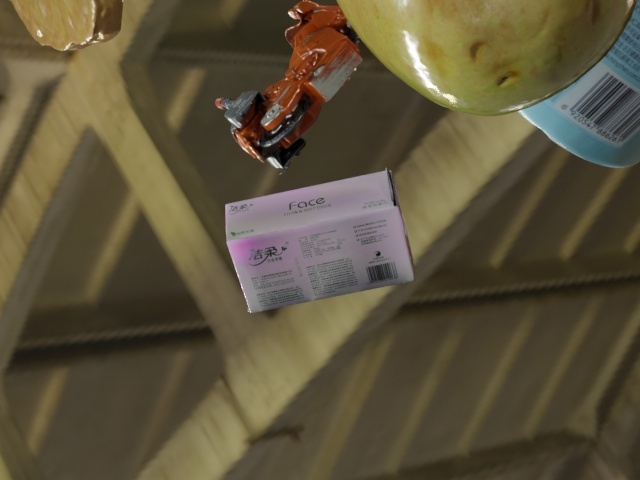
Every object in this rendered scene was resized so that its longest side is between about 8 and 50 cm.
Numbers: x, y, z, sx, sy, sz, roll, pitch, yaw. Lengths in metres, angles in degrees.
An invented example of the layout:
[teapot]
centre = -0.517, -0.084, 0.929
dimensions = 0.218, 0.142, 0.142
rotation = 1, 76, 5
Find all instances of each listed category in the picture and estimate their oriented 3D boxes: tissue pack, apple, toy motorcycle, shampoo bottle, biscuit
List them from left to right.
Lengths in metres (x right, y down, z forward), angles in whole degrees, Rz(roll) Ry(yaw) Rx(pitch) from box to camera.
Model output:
[biscuit]
centre = -0.366, -0.425, 1.878
dimensions = 0.062, 0.385, 0.365
rotation = -16, -68, -27
[toy motorcycle]
centre = -0.027, -0.261, 2.311
dimensions = 0.325, 0.148, 0.221
rotation = -51, 23, -13
[tissue pack]
centre = 0.000, 0.000, 2.071
dimensions = 0.246, 0.092, 0.148
rotation = -11, -50, 5
[apple]
centre = 0.170, -0.294, 1.425
dimensions = 0.338, 0.338, 0.305
rotation = -29, -56, -8
[shampoo bottle]
centre = 0.395, -0.312, 1.816
dimensions = 0.331, 0.331, 0.342
rotation = -1, -37, -49
